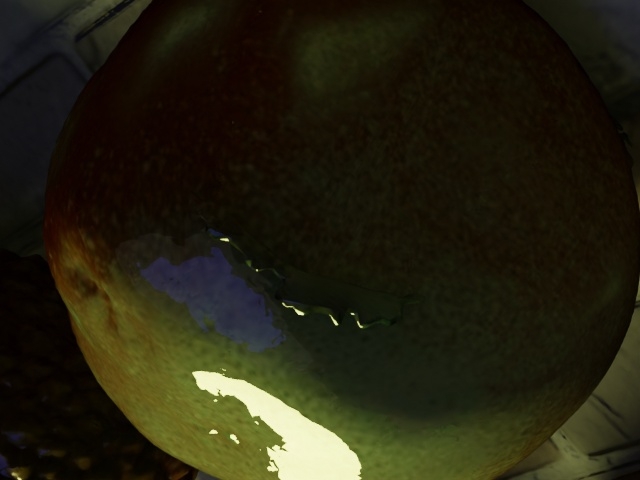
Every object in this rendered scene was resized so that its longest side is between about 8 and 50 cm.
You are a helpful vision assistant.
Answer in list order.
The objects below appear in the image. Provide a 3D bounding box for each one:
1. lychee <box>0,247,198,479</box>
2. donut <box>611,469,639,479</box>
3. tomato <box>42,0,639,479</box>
[{"bbox_3d":[-0.211,0.123,1.187,0.271,0.236,0.236,8,131,13],"label":"lychee"},{"bbox_3d":[0.212,0.206,0.912,0.345,0.259,0.136,-31,95,46],"label":"donut"},{"bbox_3d":[0.000,0.000,0.896,0.303,0.239,0.303,17,139,15],"label":"tomato"}]
